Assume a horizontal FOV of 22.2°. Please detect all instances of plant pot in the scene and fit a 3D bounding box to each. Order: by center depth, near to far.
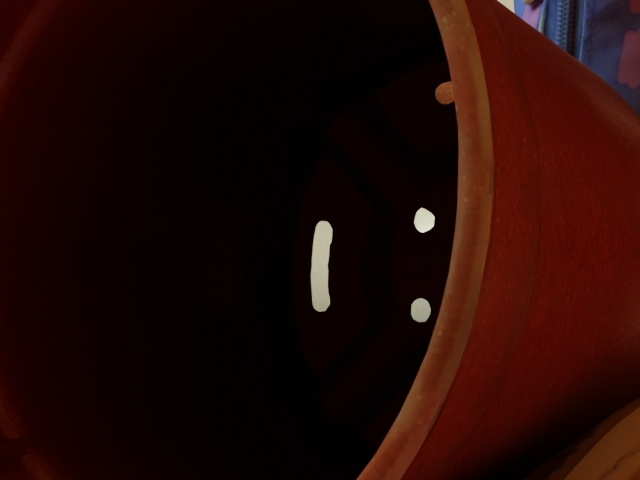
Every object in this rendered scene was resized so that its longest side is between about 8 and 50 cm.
[{"bbox_3d":[0.000,0.000,0.614,0.272,0.272,0.265,-41,-25,22],"label":"plant pot"}]

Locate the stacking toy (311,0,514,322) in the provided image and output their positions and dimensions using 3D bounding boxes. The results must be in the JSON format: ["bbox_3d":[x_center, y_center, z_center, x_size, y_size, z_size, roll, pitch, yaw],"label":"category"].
[{"bbox_3d":[0.066,0.018,1.111,0.350,0.350,0.480,-41,-22,-19],"label":"stacking toy"}]

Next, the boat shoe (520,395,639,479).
[{"bbox_3d":[0.086,0.138,0.555,0.341,0.110,0.121,-18,-24,-48],"label":"boat shoe"}]

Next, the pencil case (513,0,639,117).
[{"bbox_3d":[0.141,-0.034,0.771,0.133,0.306,0.119,-3,12,-38],"label":"pencil case"}]
